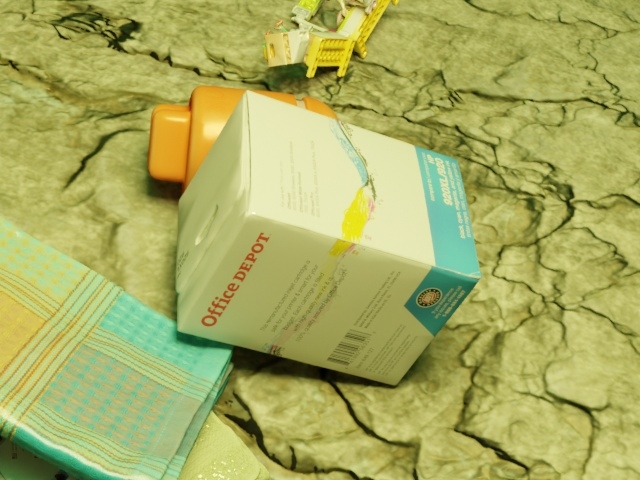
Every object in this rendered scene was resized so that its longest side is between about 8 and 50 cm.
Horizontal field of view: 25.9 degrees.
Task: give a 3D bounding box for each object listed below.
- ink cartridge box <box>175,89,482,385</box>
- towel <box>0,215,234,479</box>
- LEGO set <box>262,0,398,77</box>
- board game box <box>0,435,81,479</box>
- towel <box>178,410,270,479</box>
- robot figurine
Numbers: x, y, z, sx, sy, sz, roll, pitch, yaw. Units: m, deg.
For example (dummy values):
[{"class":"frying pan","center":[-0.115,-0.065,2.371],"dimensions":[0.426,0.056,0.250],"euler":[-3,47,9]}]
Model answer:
[{"class":"ink cartridge box","center":[0.000,0.000,1.307],"dimensions":[0.232,0.171,0.168],"euler":[17,43,-21]},{"class":"towel","center":[-0.257,0.071,1.187],"dimensions":[0.370,0.040,0.271],"euler":[31,24,-4]},{"class":"LEGO set","center":[-0.005,-0.271,1.639],"dimensions":[0.107,0.132,0.287],"euler":[25,53,22]},{"class":"board game box","center":[-0.294,0.176,1.161],"dimensions":[0.192,0.053,0.305],"euler":[-1,40,-14]},{"class":"towel","center":[-0.128,0.208,1.219],"dimensions":[0.148,0.027,0.110],"euler":[-32,60,-35]},{"class":"robot figurine","center":[-0.068,-0.093,1.445],"dimensions":[0.219,0.158,0.128],"euler":[5,63,-10]}]
